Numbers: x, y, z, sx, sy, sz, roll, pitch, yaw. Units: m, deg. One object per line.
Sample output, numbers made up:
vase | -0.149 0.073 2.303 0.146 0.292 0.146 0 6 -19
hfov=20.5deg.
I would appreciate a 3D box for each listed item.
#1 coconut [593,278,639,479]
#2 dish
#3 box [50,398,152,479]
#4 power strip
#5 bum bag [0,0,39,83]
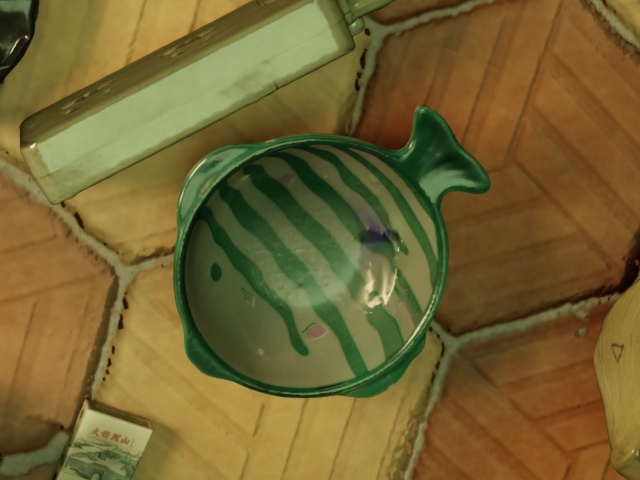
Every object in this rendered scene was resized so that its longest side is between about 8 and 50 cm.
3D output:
coconut | 0.294 0.104 1.304 0.224 0.224 0.224 -3 108 -10
dish | 0.000 0.000 1.276 0.246 0.078 0.224 -39 110 4
box | -0.166 0.166 1.327 0.054 0.024 0.083 21 102 -15
power strip | -0.070 -0.117 1.218 0.288 0.093 0.053 -28 107 -1
bum bag | -0.310 -0.180 1.172 0.248 0.060 0.123 31 100 -17
